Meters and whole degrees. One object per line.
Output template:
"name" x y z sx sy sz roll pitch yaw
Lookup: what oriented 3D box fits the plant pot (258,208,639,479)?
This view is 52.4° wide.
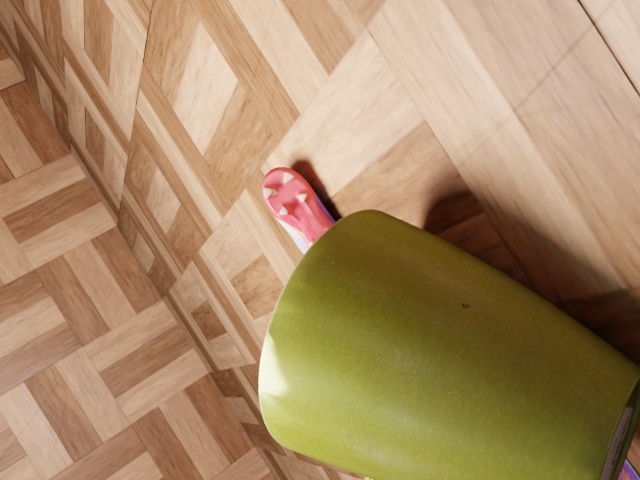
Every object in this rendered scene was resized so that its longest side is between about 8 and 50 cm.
"plant pot" 0.140 0.135 0.632 0.293 0.275 0.275 18 137 34

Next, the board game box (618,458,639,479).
"board game box" 0.283 0.250 0.723 0.168 0.033 0.133 56 157 6

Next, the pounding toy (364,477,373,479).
"pounding toy" 0.110 0.388 1.137 0.237 0.110 0.183 37 149 39

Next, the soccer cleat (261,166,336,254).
"soccer cleat" 0.000 0.000 0.942 0.248 0.083 0.095 55 -173 -5
